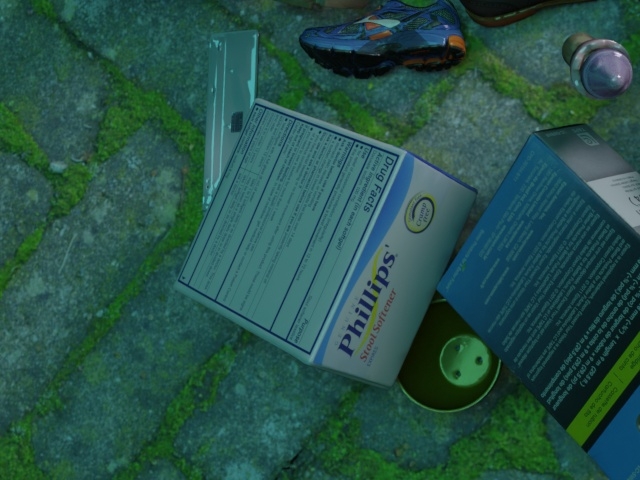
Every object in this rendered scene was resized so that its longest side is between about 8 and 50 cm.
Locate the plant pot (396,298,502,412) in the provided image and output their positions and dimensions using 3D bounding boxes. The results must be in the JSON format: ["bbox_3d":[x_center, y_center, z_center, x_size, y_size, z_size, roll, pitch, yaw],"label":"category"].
[{"bbox_3d":[0.162,0.142,1.673,0.134,0.095,0.134,-4,80,20],"label":"plant pot"}]

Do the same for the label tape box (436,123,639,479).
[{"bbox_3d":[0.309,0.073,1.506,0.333,0.106,0.240,49,130,27],"label":"label tape box"}]

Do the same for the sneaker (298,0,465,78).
[{"bbox_3d":[0.080,-0.263,1.790,0.221,0.083,0.087,0,68,16],"label":"sneaker"}]

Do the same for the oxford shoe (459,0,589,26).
[{"bbox_3d":[0.295,-0.340,1.698,0.271,0.098,0.097,-23,73,16],"label":"oxford shoe"}]

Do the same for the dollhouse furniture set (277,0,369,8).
[{"bbox_3d":[-0.008,-0.428,1.816,0.212,0.161,0.242,19,107,36],"label":"dollhouse furniture set"}]

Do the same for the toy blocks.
[{"bbox_3d":[0.457,-0.173,1.470,0.309,0.260,0.288,-38,105,10],"label":"toy blocks"}]

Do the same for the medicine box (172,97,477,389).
[{"bbox_3d":[0.000,0.000,1.680,0.289,0.149,0.263,25,91,46],"label":"medicine box"}]

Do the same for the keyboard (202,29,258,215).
[{"bbox_3d":[-0.121,-0.159,1.879,0.072,0.014,0.256,-1,81,16],"label":"keyboard"}]
